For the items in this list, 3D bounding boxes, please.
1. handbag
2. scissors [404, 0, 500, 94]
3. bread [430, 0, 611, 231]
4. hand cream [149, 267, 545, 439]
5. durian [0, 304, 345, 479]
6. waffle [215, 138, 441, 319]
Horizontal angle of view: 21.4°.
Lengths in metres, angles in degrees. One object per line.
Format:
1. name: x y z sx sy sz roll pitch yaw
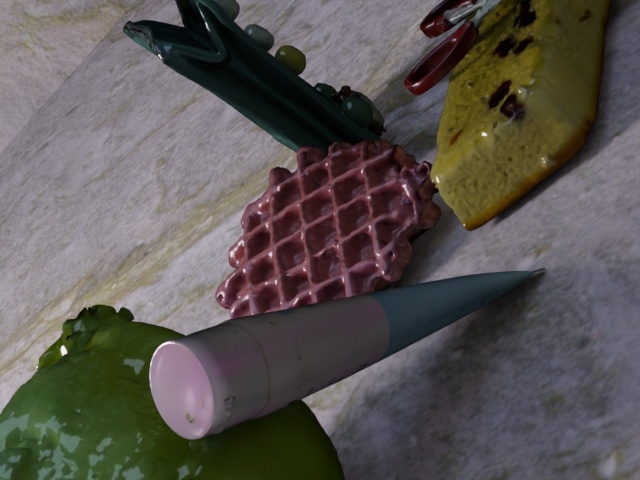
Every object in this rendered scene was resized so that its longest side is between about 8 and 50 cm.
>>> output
1. handbag: -0.056 -0.167 1.709 0.100 0.274 0.269 -55 15 1
2. scissors: 0.173 -0.227 1.484 0.247 0.017 0.144 -36 23 33
3. bread: 0.182 -0.166 1.486 0.138 0.077 0.361 -36 22 34
4. hand cream: 0.023 0.061 1.202 0.312 0.070 0.111 -18 -4 -42
5. durian: -0.111 0.182 1.233 0.339 0.204 0.256 16 27 28
6. waffle: 0.000 0.000 1.513 0.234 0.055 0.221 20 76 53
